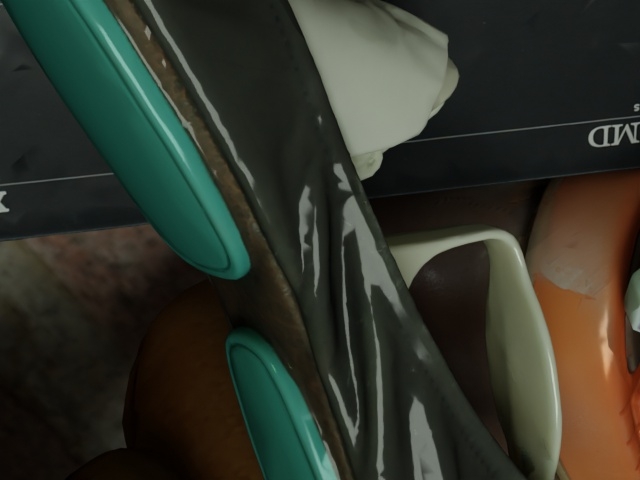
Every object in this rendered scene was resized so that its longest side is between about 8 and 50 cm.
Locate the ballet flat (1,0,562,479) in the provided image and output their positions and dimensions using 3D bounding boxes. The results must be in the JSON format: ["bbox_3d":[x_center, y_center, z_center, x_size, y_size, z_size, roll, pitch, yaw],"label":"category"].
[{"bbox_3d":[0.000,0.000,0.434,0.096,0.095,0.280,-32,111,-19],"label":"ballet flat"}]

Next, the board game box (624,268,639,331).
[{"bbox_3d":[0.355,-0.022,0.484,0.390,0.050,0.390,17,137,-42],"label":"board game box"}]

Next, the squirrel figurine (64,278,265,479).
[{"bbox_3d":[-0.218,0.175,0.452,0.370,0.397,0.281,16,125,-15],"label":"squirrel figurine"}]

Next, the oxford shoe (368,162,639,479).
[{"bbox_3d":[0.094,0.105,0.641,0.132,0.130,0.364,5,135,26],"label":"oxford shoe"}]

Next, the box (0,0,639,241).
[{"bbox_3d":[0.008,-0.112,0.480,0.261,0.103,0.184,-6,120,-6],"label":"box"}]
